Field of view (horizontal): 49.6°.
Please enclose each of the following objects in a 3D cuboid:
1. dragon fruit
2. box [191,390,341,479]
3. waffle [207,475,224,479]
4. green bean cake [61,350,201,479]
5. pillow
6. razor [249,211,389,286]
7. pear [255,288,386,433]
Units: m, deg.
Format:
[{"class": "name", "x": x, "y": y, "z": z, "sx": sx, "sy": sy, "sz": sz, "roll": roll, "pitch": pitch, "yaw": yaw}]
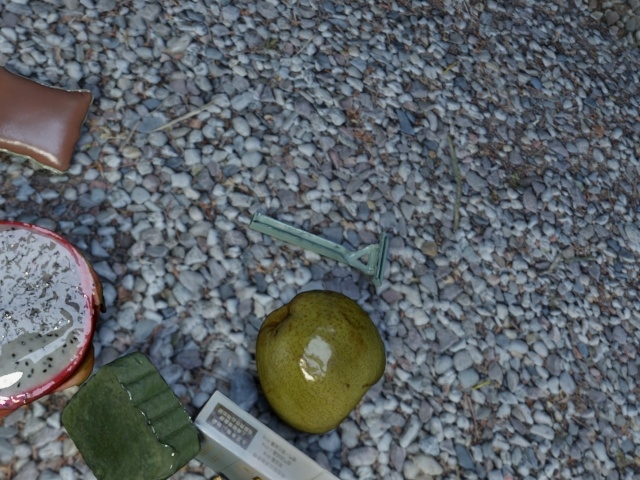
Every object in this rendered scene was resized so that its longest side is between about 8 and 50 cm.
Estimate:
[{"class": "dragon fruit", "x": -0.466, "y": 0.122, "z": 1.017, "sx": 0.290, "sy": 0.189, "sz": 0.291, "roll": 6, "pitch": 70, "yaw": -16}, {"class": "box", "x": -0.099, "y": 0.344, "z": 1.075, "sx": 0.243, "sy": 0.155, "sz": 0.067, "roll": 36, "pitch": 58, "yaw": -2}, {"class": "waffle", "x": -0.191, "y": 0.442, "z": 1.052, "sx": 0.148, "sy": 0.042, "sz": 0.102, "roll": -29, "pitch": 78, "yaw": -32}, {"class": "green bean cake", "x": -0.275, "y": 0.274, "z": 1.011, "sx": 0.094, "sy": 0.185, "sz": 0.183, "roll": -22, "pitch": 73, "yaw": -50}, {"class": "pillow", "x": -0.509, "y": -0.211, "z": 1.217, "sx": 0.179, "sy": 0.075, "sz": 0.171, "roll": 16, "pitch": 66, "yaw": -13}, {"class": "razor", "x": -0.004, "y": 0.005, "z": 1.352, "sx": 0.277, "sy": 0.056, "sz": 0.111, "roll": 17, "pitch": 58, "yaw": -7}, {"class": "pear", "x": -0.009, "y": 0.196, "z": 1.165, "sx": 0.211, "sy": 0.188, "sz": 0.228, "roll": 46, "pitch": 59, "yaw": 0}]
